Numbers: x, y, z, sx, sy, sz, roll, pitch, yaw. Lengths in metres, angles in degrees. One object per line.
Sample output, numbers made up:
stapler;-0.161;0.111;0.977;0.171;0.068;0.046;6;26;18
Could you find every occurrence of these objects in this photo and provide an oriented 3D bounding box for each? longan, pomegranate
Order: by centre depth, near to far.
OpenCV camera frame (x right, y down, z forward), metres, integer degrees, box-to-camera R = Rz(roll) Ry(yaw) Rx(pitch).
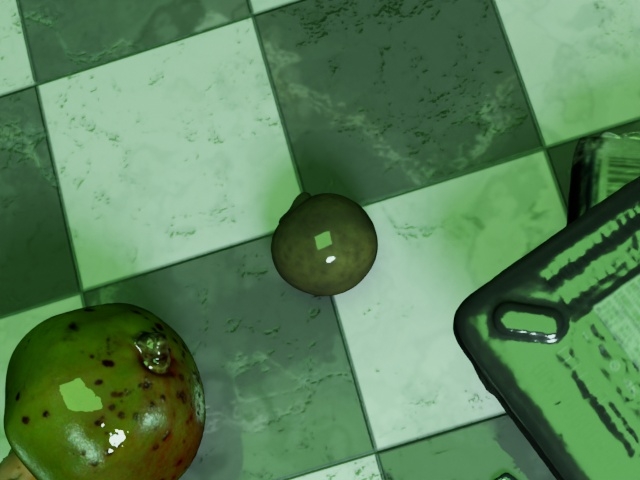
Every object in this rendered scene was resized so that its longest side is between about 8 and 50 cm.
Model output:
pomegranate;-0.225;0.173;1.435;0.246;0.198;0.198;-39;70;-2
longan;0.000;0.000;1.507;0.106;0.106;0.119;-36;55;-4

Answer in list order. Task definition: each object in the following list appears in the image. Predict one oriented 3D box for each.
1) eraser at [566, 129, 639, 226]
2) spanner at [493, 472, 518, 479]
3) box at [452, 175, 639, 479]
eraser;0.304;0.064;1.429;0.155;0.101;0.332;4;73;9
spanner;0.240;0.291;1.409;0.046;0.012;0.208;-45;69;-7
box;0.300;0.100;1.325;0.289;0.073;0.290;-34;75;-5
